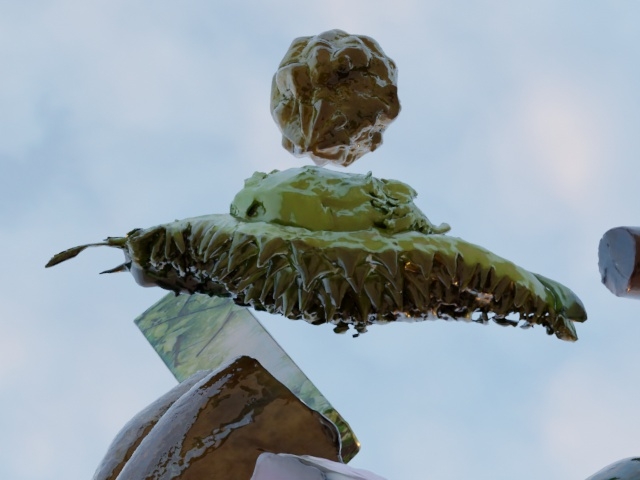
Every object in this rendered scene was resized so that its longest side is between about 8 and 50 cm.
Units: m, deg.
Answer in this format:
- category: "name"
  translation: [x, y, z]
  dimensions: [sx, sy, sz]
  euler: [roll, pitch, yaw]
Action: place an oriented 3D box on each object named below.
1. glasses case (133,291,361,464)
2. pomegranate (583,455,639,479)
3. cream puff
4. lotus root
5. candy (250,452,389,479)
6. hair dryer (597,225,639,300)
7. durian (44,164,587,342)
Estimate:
- category: "glasses case"
  translation: [-0.069, 0.124, 1.432]
  dimensions: [0.095, 0.272, 0.062]
  euler: [-38, -52, -5]
- category: "pomegranate"
  translation: [0.216, 0.187, 1.037]
  dimensions: [0.115, 0.142, 0.114]
  euler: [8, -120, -15]
- category: "cream puff"
  translation: [0.020, -0.136, 1.583]
  dimensions: [0.146, 0.116, 0.146]
  euler: [-5, -74, -17]
- category: "lotus root"
  translation: [-0.097, 0.190, 1.101]
  dimensions: [0.180, 0.199, 0.188]
  euler: [-23, -39, -29]
- category: "candy"
  translation: [0.060, 0.225, 0.883]
  dimensions: [0.116, 0.265, 0.155]
  euler: [19, -92, -51]
- category: "hair dryer"
  translation: [0.353, 0.119, 1.410]
  dimensions: [0.313, 0.123, 0.340]
  euler: [1, -53, -19]
- category: "durian"
  translation: [-0.001, 0.007, 1.114]
  dimensions: [0.375, 0.132, 0.106]
  euler: [9, -47, 5]
